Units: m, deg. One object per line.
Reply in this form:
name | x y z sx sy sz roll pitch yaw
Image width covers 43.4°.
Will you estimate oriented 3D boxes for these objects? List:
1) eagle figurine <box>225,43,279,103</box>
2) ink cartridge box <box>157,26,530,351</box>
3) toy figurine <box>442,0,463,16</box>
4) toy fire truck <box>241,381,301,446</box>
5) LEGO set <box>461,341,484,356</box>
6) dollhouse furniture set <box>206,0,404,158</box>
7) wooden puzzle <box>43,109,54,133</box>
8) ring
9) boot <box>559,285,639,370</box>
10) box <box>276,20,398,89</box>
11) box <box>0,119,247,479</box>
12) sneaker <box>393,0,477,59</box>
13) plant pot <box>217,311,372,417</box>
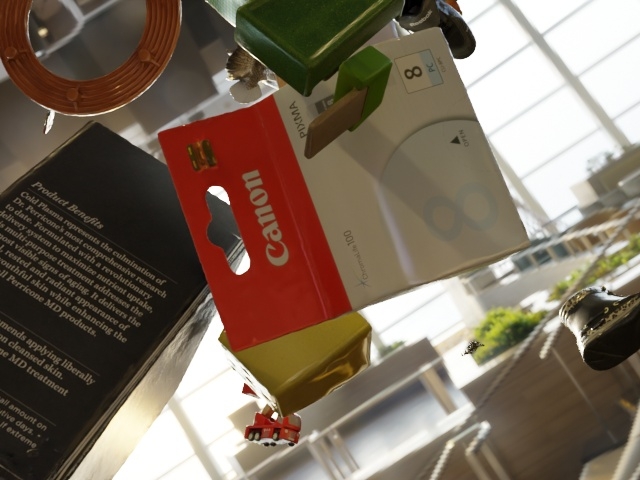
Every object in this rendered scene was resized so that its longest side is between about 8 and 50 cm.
eagle figurine | -0.176 -0.523 2.339 0.226 0.225 0.298 -39 25 -8
ink cartridge box | 0.025 -0.068 1.002 0.385 0.308 0.091 -18 -9 -11
toy figurine | 0.264 -0.609 1.792 0.210 0.148 0.213 20 -68 -39
toy fire truck | -0.101 0.347 1.635 0.192 0.047 0.135 -18 53 50
LEGO set | 0.364 0.257 1.944 0.054 0.023 0.083 -5 -22 -35
dollhouse furniture set | -0.079 -0.246 0.868 0.151 0.301 0.197 -43 -16 -24
wooden puzzle | -0.584 -0.261 1.732 0.083 0.006 0.049 -94 22 -63
ring | -0.399 -0.378 1.356 0.337 0.336 0.032 -34 -10 6
boot | 0.522 0.107 1.358 0.236 0.085 0.178 -36 14 9
box | 0.038 -0.440 2.054 0.168 0.214 0.345 -3 -14 -30
box | -0.373 0.180 1.104 0.471 0.297 0.479 -54 -4 -45
sneaker | 0.156 -0.347 1.240 0.078 0.234 0.106 -44 27 21
plant pot | -0.053 0.176 1.374 0.187 0.212 0.212 -42 -21 -16
